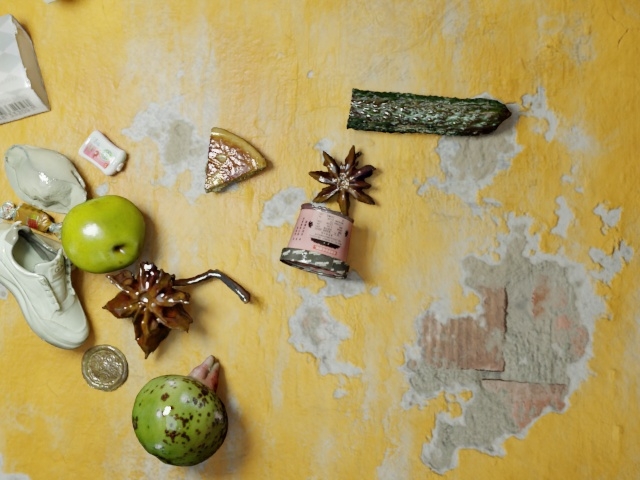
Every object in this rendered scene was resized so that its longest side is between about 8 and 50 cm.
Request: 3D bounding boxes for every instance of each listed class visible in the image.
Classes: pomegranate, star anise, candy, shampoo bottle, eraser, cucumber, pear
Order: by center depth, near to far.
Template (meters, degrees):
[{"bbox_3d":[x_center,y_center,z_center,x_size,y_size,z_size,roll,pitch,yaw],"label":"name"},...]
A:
[{"bbox_3d":[-0.287,0.359,1.370,0.214,0.214,0.248,24,52,3],"label":"pomegranate"},{"bbox_3d":[0.239,-0.275,1.388,0.358,0.096,0.097,5,90,0],"label":"cucumber"},{"bbox_3d":[-0.327,0.138,1.390,0.345,0.148,0.238,-8,111,0],"label":"star anise"},{"bbox_3d":[-0.484,-0.022,1.395,0.180,0.216,0.166,-37,129,-22],"label":"pear"},{"bbox_3d":[0.051,-0.128,1.409,0.167,0.057,0.168,0,88,3],"label":"star anise"},{"bbox_3d":[-0.492,-0.195,1.444,0.099,0.043,0.072,38,92,3],"label":"shampoo bottle"},{"bbox_3d":[-0.845,-0.352,1.445,0.396,0.082,0.213,-16,88,3],"label":"eraser"},{"bbox_3d":[-0.651,-0.047,1.452,0.181,0.046,0.053,21,94,8],"label":"candy"}]

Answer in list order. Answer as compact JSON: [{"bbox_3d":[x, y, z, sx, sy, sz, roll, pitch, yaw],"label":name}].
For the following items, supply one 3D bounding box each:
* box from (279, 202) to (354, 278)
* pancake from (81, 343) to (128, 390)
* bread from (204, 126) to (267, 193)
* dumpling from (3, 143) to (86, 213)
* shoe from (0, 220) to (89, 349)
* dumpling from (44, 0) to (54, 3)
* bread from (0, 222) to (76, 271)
[{"bbox_3d":[0.000,0.000,1.369,0.151,0.151,0.135,15,83,3],"label":"box"},{"bbox_3d":[-0.498,0.294,1.457,0.114,0.011,0.115,0,90,5],"label":"pancake"},{"bbox_3d":[-0.213,-0.193,1.425,0.154,0.054,0.136,-26,90,-3],"label":"bread"},{"bbox_3d":[-0.624,-0.127,1.428,0.155,0.111,0.181,-43,76,34],"label":"dumpling"},{"bbox_3d":[-0.588,0.085,1.363,0.159,0.124,0.316,-31,106,31],"label":"shoe"},{"bbox_3d":[-0.578,-0.649,1.419,0.179,0.131,0.252,27,81,27],"label":"dumpling"},{"bbox_3d":[-0.659,0.019,1.447,0.214,0.053,0.073,21,94,2],"label":"bread"}]
